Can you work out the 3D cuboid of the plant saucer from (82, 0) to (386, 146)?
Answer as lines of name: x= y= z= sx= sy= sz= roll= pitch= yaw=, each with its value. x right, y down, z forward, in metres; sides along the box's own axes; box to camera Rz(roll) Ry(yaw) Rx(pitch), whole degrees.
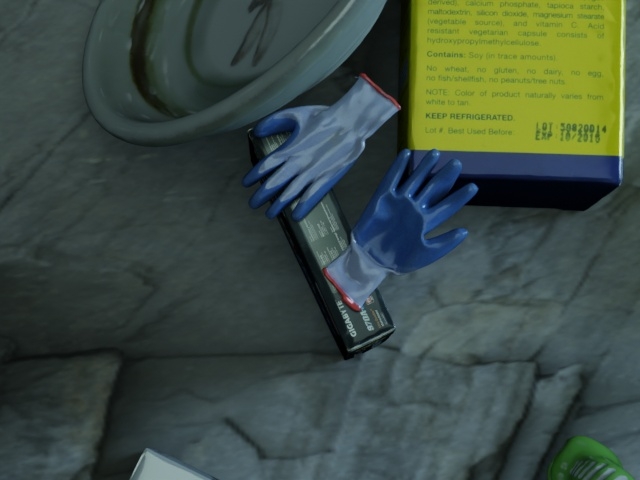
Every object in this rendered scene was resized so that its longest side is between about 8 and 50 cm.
plant saucer: x=-0.042 y=-0.234 z=1.645 sx=0.100 sy=0.400 sz=0.400 roll=39 pitch=82 yaw=-35

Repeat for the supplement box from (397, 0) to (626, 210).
supplement box: x=0.175 y=-0.216 z=1.691 sx=0.194 sy=0.195 sz=0.356 roll=2 pitch=84 yaw=-1

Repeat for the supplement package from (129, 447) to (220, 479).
supplement package: x=-0.102 y=0.276 z=1.672 sx=0.179 sy=0.105 sz=0.105 roll=26 pitch=84 yaw=1

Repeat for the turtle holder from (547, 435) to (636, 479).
turtle holder: x=0.328 y=0.339 z=1.613 sx=0.320 sy=0.227 sz=0.243 roll=21 pitch=84 yaw=2

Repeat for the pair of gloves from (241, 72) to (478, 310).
pair of gloves: x=0.030 y=-0.048 z=1.569 sx=0.159 sy=0.023 sz=0.198 roll=-44 pitch=84 yaw=3

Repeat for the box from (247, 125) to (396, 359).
box: x=0.000 y=0.000 z=1.671 sx=0.051 sy=0.175 sz=0.220 roll=-25 pitch=85 yaw=-3
